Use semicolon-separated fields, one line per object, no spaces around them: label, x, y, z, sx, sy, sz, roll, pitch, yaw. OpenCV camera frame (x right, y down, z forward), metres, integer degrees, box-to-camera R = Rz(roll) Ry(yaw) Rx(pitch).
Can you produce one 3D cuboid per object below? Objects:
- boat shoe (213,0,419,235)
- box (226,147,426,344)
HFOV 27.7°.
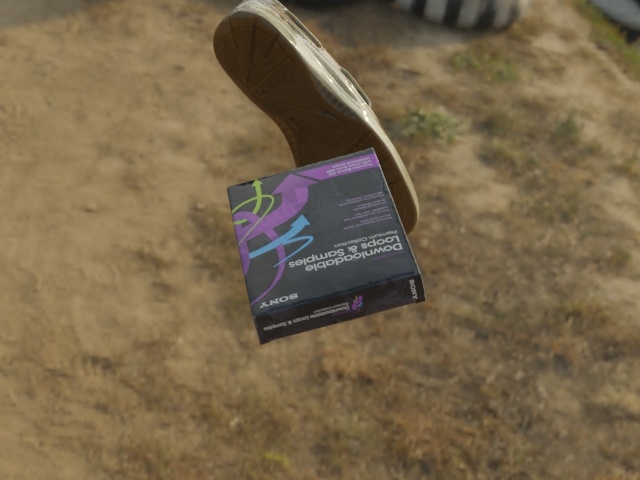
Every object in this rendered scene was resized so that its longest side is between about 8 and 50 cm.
boat shoe;0.013;-0.150;1.555;0.341;0.122;0.110;54;30;-15
box;0.000;0.000;0.909;0.116;0.029;0.162;-15;37;-1
